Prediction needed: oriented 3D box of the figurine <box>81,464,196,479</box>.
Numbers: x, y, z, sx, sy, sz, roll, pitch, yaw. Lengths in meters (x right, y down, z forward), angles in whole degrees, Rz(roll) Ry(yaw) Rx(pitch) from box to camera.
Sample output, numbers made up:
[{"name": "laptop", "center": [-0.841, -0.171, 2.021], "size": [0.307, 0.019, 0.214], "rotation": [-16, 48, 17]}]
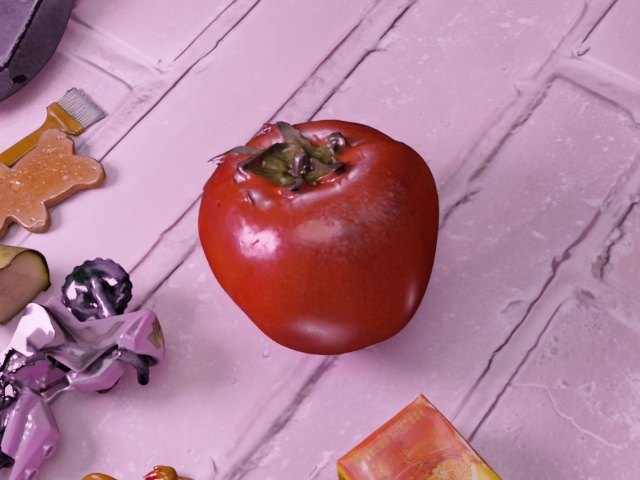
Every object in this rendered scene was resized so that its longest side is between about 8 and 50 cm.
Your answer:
[{"name": "figurine", "center": [-0.230, 0.334, 1.399], "size": [0.176, 0.121, 0.122], "rotation": [10, 33, 21]}]

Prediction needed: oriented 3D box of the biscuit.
[{"name": "biscuit", "center": [-0.459, -0.075, 1.674], "size": [0.234, 0.030, 0.153], "rotation": [-41, 67, -17]}]

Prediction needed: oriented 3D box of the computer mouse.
[{"name": "computer mouse", "center": [-0.531, -0.349, 1.793], "size": [0.203, 0.114, 0.373], "rotation": [26, 73, 15]}]

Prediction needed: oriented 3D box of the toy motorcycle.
[{"name": "toy motorcycle", "center": [-0.334, 0.182, 1.457], "size": [0.188, 0.143, 0.327], "rotation": [28, 73, 18]}]

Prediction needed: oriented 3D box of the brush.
[{"name": "brush", "center": [-0.455, -0.163, 1.739], "size": [0.218, 0.010, 0.082], "rotation": [-40, 66, -16]}]

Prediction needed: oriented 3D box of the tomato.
[{"name": "tomato", "center": [0.000, 0.000, 1.467], "size": [0.342, 0.272, 0.341], "rotation": [-9, 32, 6]}]

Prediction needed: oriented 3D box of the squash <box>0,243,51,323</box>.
[{"name": "squash", "center": [-0.550, 0.049, 1.568], "size": [0.288, 0.137, 0.137], "rotation": [11, 61, 17]}]

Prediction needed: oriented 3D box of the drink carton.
[{"name": "drink carton", "center": [0.185, 0.372, 1.323], "size": [0.155, 0.111, 0.351], "rotation": [-36, 64, -15]}]
